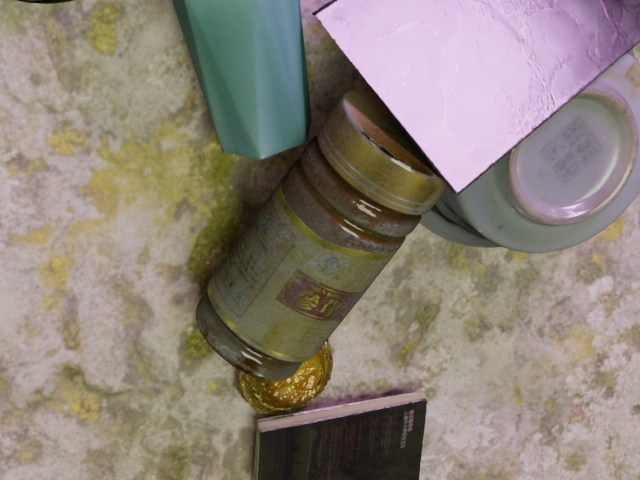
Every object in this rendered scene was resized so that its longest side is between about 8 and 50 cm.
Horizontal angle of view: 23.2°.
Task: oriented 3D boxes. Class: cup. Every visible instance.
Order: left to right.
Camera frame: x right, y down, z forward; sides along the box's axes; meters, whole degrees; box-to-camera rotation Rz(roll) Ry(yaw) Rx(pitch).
[{"bbox_3d":[-0.084,-0.210,1.684,0.148,0.134,0.235,-2,122,12],"label":"cup"},{"bbox_3d":[0.258,-0.124,1.835,0.347,0.163,0.347,-8,115,-17],"label":"cup"}]

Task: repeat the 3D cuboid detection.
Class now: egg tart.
[{"bbox_3d":[-0.041,0.159,1.895,0.130,0.052,0.130,-9,117,-18],"label":"egg tart"}]

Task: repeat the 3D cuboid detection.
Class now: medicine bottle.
[{"bbox_3d":[0.000,0.000,1.746,0.151,0.151,0.322,23,118,-28],"label":"medicine bottle"}]

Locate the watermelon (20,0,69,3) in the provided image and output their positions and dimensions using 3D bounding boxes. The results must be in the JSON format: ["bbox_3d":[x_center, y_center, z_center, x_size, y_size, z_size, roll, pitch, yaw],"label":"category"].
[{"bbox_3d":[-0.242,-0.321,1.618,0.245,0.063,0.119,-41,102,3],"label":"watermelon"}]

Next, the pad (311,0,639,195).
[{"bbox_3d":[0.196,-0.246,1.716,0.367,0.007,0.247,-38,88,-24],"label":"pad"}]

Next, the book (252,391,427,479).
[{"bbox_3d":[0.024,0.275,1.973,0.228,0.024,0.160,-9,124,-20],"label":"book"}]
